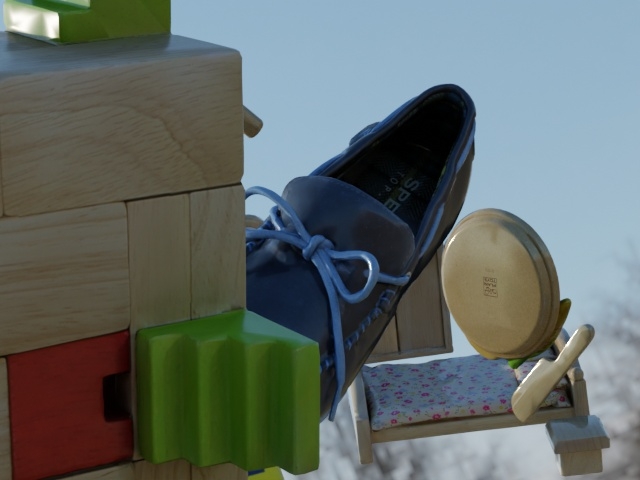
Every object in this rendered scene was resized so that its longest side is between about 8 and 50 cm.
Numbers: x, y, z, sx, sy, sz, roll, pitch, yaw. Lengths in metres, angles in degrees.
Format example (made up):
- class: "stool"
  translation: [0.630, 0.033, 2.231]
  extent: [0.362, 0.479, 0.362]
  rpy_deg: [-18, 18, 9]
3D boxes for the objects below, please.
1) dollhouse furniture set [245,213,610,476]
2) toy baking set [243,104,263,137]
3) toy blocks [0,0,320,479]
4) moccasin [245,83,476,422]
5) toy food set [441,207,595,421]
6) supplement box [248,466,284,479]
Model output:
- class: "dollhouse furniture set"
  translation: [0.060, 0.071, 1.715]
  extent: [0.303, 0.173, 0.355]
  rpy_deg: [-7, 17, -3]
- class: "toy baking set"
  translation: [-0.143, -0.071, 1.521]
  extent: [0.197, 0.256, 0.030]
  rpy_deg: [-49, 14, 30]
- class: "toy blocks"
  translation: [-0.160, 0.080, 0.703]
  extent: [0.261, 0.381, 0.191]
  rpy_deg: [-9, 18, -33]
- class: "moccasin"
  translation: [0.000, 0.000, 1.309]
  extent: [0.342, 0.138, 0.117]
  rpy_deg: [-56, -9, -46]
- class: "toy food set"
  translation: [0.146, 0.036, 1.599]
  extent: [0.038, 0.192, 0.132]
  rpy_deg: [-15, -30, -42]
- class: "supplement box"
  translation: [-0.080, 0.296, 1.090]
  extent: [0.194, 0.356, 0.195]
  rpy_deg: [-13, -35, -12]
